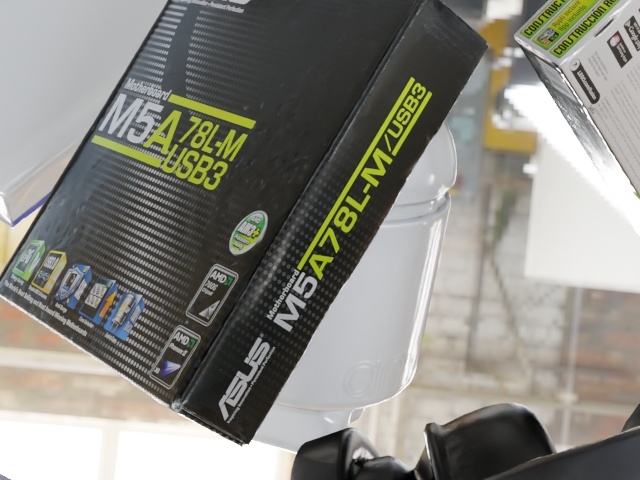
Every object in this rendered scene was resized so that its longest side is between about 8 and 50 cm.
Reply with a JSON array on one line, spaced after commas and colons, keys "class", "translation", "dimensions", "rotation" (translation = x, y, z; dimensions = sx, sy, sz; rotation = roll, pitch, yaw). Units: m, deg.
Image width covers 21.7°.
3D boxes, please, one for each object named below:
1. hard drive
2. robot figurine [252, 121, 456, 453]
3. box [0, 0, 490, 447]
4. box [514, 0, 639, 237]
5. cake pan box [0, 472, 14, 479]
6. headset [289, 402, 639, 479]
[{"class": "hard drive", "translation": [-0.129, -0.171, 0.976], "dimensions": [0.210, 0.318, 0.040], "rotation": [39, 155, 21]}, {"class": "robot figurine", "translation": [0.000, 0.000, 1.385], "dimensions": [0.199, 0.354, 0.300], "rotation": [13, -157, 8]}, {"class": "box", "translation": [-0.042, -0.027, 0.697], "dimensions": [0.045, 0.184, 0.190], "rotation": [32, 175, -34]}, {"class": "box", "translation": [0.182, -0.067, 0.808], "dimensions": [0.036, 0.114, 0.207], "rotation": [43, 175, 45]}, {"class": "cake pan box", "translation": [-0.123, 0.275, 0.854], "dimensions": [0.245, 0.267, 0.070], "rotation": [31, 131, -30]}, {"class": "headset", "translation": [0.107, 0.131, 0.512], "dimensions": [0.243, 0.185, 0.394], "rotation": [-9, 164, -16]}]
